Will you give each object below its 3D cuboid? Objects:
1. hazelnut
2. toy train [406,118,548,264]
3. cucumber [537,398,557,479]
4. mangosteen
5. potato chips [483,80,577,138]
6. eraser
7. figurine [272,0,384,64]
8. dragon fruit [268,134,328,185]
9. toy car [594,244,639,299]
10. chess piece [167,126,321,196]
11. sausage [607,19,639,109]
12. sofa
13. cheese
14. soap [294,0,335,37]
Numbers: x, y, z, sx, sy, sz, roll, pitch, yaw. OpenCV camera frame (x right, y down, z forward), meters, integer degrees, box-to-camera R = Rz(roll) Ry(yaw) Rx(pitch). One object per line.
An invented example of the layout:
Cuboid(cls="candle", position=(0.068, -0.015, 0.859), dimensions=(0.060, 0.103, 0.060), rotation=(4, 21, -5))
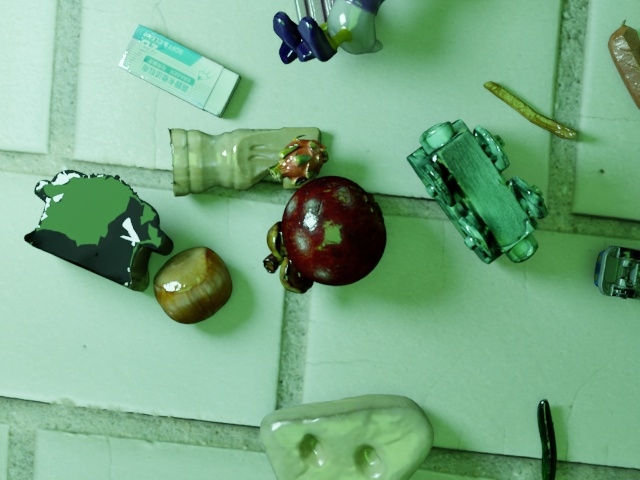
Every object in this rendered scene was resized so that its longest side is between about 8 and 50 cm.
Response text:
Cuboid(cls="hazelnut", position=(-0.245, 0.093, 1.902), dimensions=(0.150, 0.150, 0.150), rotation=(0, 93, 2))
Cuboid(cls="toy train", position=(0.294, -0.093, 1.822), dimensions=(0.167, 0.238, 0.299), rotation=(-36, 94, 2))
Cuboid(cls="cucumber", position=(0.453, 0.403, 1.947), dimensions=(0.036, 0.033, 0.184), rotation=(-7, 93, -23))
Cuboid(cls="mangosteen", position=(0.000, 0.000, 1.858), dimensions=(0.257, 0.215, 0.215), rotation=(-35, 92, 18))
Cuboid(cls="potato chips", position=(0.408, -0.254, 1.914), dimensions=(0.204, 0.037, 0.026), rotation=(34, 83, 5))
Cuboid(cls="eraser", position=(-0.277, -0.333, 1.920), dimensions=(0.225, 0.052, 0.095), rotation=(27, 92, 0))
Cuboid(cls="figurine", position=(0.106, -0.454, 1.800), dimensions=(0.421, 0.154, 0.193), rotation=(-44, 128, -7))
Cuboid(cls="dragon fruit", position=(-0.043, -0.147, 1.850), dimensions=(0.116, 0.081, 0.086), rotation=(-40, 130, -11))
Cuboid(cls="toy car", position=(0.610, 0.064, 1.898), dimensions=(0.191, 0.100, 0.097), rotation=(8, 93, -18))
Cuboid(cls="chess piece", position=(-0.144, -0.160, 1.903), dimensions=(0.300, 0.137, 0.137), rotation=(-5, 93, -9))
Cuboid(cls="sausage", position=(0.604, -0.339, 1.888), dimensions=(0.065, 0.065, 0.169), rotation=(-27, 91, 3))
Cuboid(cls="sofa", position=(-0.414, -0.026, 1.879), dimensions=(0.258, 0.200, 0.182), rotation=(23, 82, 1))
Cuboid(cls="cheese", position=(0.079, 0.467, 1.911), dimensions=(0.328, 0.129, 0.351), rotation=(-17, 92, 3))
Cuboid(cls="soap", position=(0.004, -0.485, 1.895), dimensions=(0.122, 0.065, 0.203), rotation=(-10, 93, 0))
